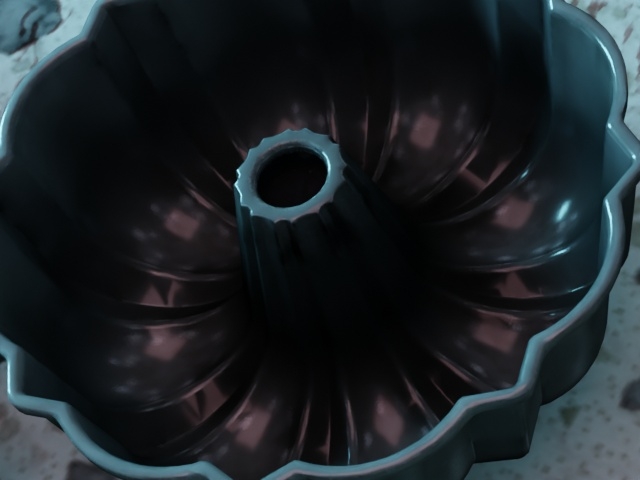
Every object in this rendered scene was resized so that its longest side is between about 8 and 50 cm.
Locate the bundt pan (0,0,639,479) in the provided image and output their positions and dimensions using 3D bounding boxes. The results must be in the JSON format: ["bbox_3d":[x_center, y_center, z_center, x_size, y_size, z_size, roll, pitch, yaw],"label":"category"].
[{"bbox_3d":[0.000,0.000,0.912,0.330,0.124,0.331,-8,57,12],"label":"bundt pan"}]
